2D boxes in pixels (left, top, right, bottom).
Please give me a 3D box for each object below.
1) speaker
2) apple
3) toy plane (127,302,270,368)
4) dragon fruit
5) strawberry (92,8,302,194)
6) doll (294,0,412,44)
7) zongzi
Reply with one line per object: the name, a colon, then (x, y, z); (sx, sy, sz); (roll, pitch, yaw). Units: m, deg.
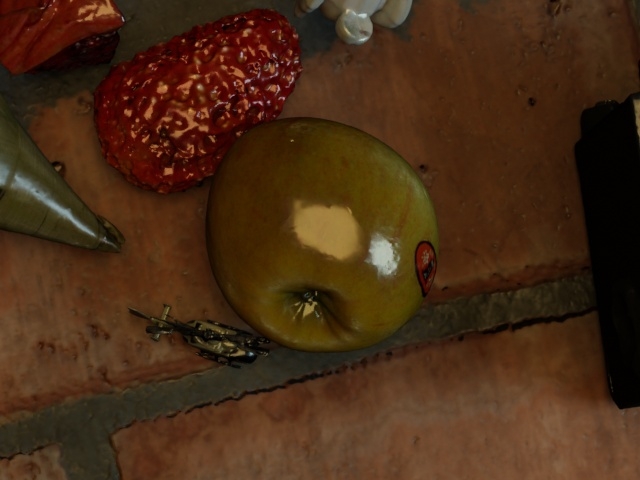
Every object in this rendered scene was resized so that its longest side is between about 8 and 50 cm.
speaker: (0.334, -0.011, 1.467); (0.232, 0.184, 0.254); (-7, 81, -9)
apple: (0.000, 0.000, 1.423); (0.182, 0.182, 0.155); (14, 54, -5)
toy plane: (-0.093, 0.073, 1.468); (0.121, 0.049, 0.031); (16, 80, 12)
dragon fruit: (-0.202, -0.227, 1.454); (0.122, 0.092, 0.192); (4, 59, -48)
strawberry: (-0.096, -0.121, 1.476); (0.188, 0.082, 0.121); (-42, 87, -7)
doll: (0.027, -0.330, 1.485); (0.188, 0.099, 0.384); (6, 73, -17)
zongzi: (-0.273, -0.139, 1.437); (0.289, 0.123, 0.260); (9, 81, -11)
